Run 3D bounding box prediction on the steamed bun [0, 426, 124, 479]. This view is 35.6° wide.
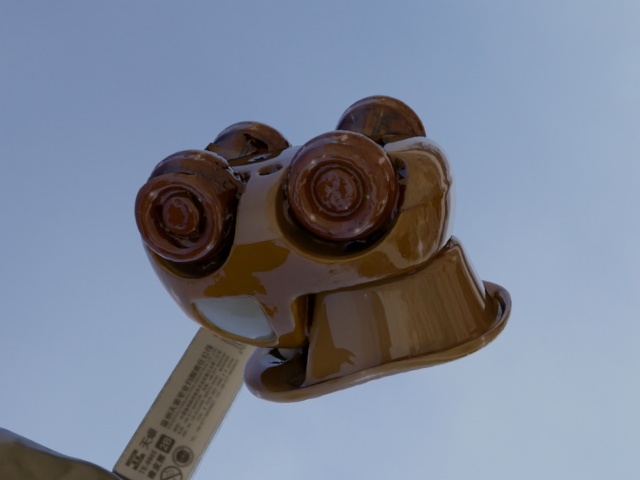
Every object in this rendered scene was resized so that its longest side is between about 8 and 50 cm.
[{"bbox_3d":[-0.233,0.210,0.574,0.218,0.211,0.144,31,-157,-9],"label":"steamed bun"}]

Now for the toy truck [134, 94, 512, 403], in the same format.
[{"bbox_3d":[0.000,0.000,0.834,0.204,0.288,0.211,-49,-53,-67],"label":"toy truck"}]

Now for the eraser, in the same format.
[{"bbox_3d":[-0.185,0.250,1.384,0.098,0.096,0.404,28,-118,4],"label":"eraser"}]
